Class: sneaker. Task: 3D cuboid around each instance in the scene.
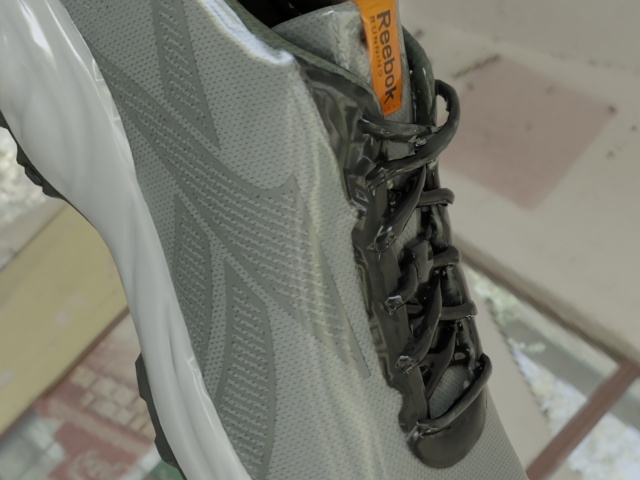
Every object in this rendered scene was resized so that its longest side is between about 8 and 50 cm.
[{"bbox_3d":[0.000,0.000,0.371,0.272,0.108,0.100,60,32,-3],"label":"sneaker"}]
